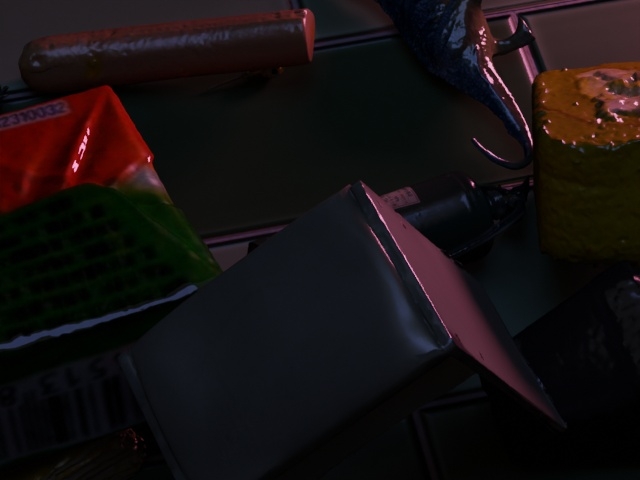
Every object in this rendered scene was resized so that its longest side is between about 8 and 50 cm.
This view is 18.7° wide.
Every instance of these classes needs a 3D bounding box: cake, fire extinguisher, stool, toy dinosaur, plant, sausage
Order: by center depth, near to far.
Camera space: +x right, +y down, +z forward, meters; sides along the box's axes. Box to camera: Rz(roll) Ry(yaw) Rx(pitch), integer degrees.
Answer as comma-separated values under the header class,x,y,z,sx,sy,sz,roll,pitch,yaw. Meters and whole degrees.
class,x,y,z,sx,sy,sz,roll,pitch,yaw
stool,0.021,0.123,1.572,0.243,0.269,0.170,-36,58,12
cake,-0.244,0.215,1.672,0.185,0.080,0.116,2,52,-4
plant,0.269,0.112,1.700,0.256,0.164,0.142,-14,55,3
cake,0.286,-0.078,1.796,0.179,0.156,0.260,-1,25,6
fire extinguisher,0.084,-0.002,1.819,0.294,0.093,0.118,-19,21,-15
sausage,-0.155,-0.190,1.958,0.301,0.066,0.066,-4,54,5
toy dinosaur,0.136,-0.218,1.986,0.147,0.076,0.363,-39,60,-2

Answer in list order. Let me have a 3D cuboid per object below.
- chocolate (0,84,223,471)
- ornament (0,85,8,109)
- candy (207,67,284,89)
class,x,y,z,sx,sy,sz,roll,pitch,yaw
chocolate,-0.291,0.045,1.696,0.360,0.161,0.341,-17,39,-12
ornament,-0.297,-0.112,1.934,0.073,0.028,0.125,-24,60,-16
candy,-0.076,-0.168,1.981,0.083,0.023,0.025,-23,97,-7
